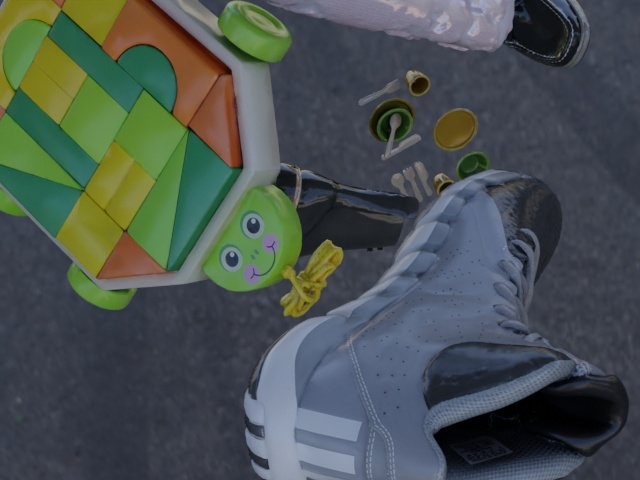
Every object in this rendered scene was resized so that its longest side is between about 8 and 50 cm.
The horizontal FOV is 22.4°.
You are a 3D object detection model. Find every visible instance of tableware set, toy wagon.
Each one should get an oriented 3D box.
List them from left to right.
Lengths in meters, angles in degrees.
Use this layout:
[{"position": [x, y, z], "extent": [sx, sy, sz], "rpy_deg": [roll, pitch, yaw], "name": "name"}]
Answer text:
[{"position": [-0.126, -0.073, 1.234], "extent": [0.344, 0.267, 0.068], "rpy_deg": [43, 25, 21], "name": "toy wagon"}, {"position": [0.108, -0.101, 1.590], "extent": [0.104, 0.154, 0.024], "rpy_deg": [-29, 37, -3], "name": "tableware set"}]

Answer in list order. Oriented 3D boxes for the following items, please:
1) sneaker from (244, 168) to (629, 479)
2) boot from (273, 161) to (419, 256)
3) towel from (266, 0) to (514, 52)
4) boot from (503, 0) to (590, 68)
[{"position": [0.082, 0.047, 0.690], "extent": [0.132, 0.086, 0.229], "rpy_deg": [11, 35, 34], "name": "sneaker"}, {"position": [0.000, 0.000, 1.515], "extent": [0.137, 0.198, 0.076], "rpy_deg": [10, 69, -11], "name": "boot"}, {"position": [-0.040, -0.279, 0.894], "extent": [0.332, 0.053, 0.316], "rpy_deg": [8, 73, -26], "name": "towel"}, {"position": [0.153, -0.252, 1.703], "extent": [0.179, 0.085, 0.236], "rpy_deg": [-1, 33, -37], "name": "boot"}]
